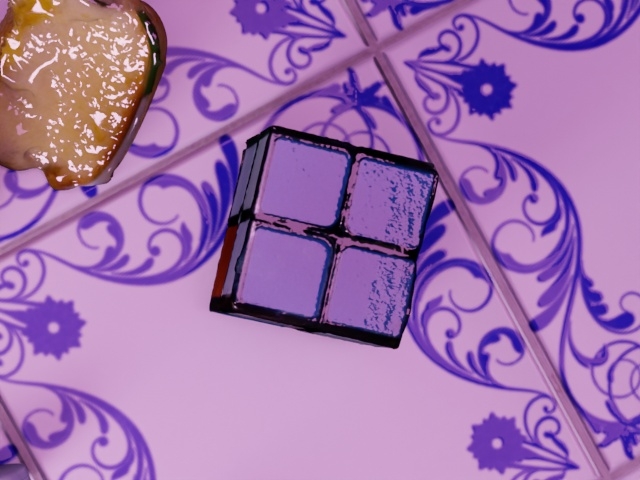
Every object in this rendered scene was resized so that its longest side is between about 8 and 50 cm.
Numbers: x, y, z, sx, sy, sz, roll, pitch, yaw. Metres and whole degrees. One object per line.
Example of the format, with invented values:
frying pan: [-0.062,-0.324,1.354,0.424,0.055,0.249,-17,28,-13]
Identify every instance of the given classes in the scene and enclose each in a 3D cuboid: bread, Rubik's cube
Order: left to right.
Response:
bread: [-0.235,-0.178,1.762,0.174,0.251,0.133,25,41,-7]
Rubik's cube: [-0.001,0.000,1.768,0.167,0.180,0.183,14,88,-10]

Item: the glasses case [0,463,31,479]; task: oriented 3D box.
glasses case: [-0.358,0.258,1.753,0.178,0.067,0.045,-24,94,-10]
